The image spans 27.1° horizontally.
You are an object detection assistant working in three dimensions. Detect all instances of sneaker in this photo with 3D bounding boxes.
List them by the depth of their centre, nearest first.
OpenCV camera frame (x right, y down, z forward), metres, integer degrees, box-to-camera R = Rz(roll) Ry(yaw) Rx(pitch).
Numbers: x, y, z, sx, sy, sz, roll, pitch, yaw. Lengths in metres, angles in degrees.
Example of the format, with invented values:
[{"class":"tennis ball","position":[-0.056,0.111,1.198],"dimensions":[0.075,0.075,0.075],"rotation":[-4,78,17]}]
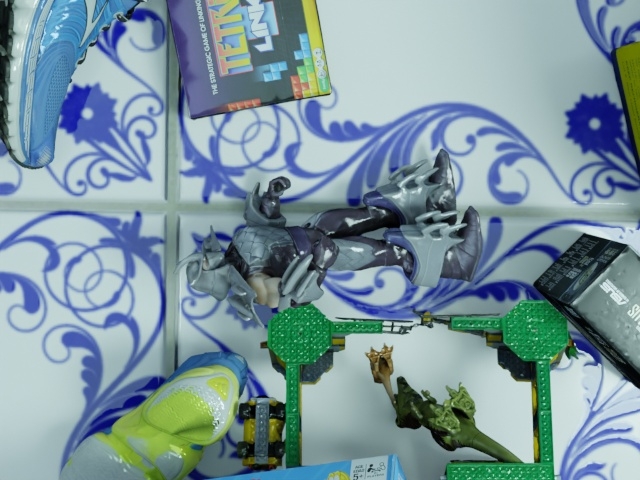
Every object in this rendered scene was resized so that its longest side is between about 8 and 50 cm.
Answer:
[{"class":"sneaker","position":[-0.222,-0.215,1.219],"dimensions":[0.147,0.130,0.330],"rotation":[5,115,-28]},{"class":"sneaker","position":[-0.149,0.186,1.288],"dimensions":[0.240,0.126,0.091],"rotation":[-36,95,31]}]

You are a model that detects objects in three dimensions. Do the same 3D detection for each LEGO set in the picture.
[{"class":"LEGO set","position":[0.090,0.187,1.272],"dimensions":[0.331,0.192,0.255],"rotation":[-8,66,-2]}]

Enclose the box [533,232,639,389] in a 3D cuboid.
[{"class":"box","position":[0.289,0.074,1.239],"dimensions":[0.147,0.180,0.077],"rotation":[45,92,-4]}]

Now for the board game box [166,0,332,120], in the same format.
[{"class":"board game box","position":[-0.072,-0.211,1.275],"dimensions":[0.141,0.048,0.170],"rotation":[-11,94,-2]}]

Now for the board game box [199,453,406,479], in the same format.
[{"class":"board game box","position":[-0.040,0.339,1.188],"dimensions":[0.302,0.086,0.308],"rotation":[-10,128,14]}]

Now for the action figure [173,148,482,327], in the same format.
[{"class":"action figure","position":[0.000,0.000,1.242],"dimensions":[0.285,0.185,0.099],"rotation":[-12,128,-15]}]

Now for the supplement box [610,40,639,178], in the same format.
[{"class":"supplement box","position":[0.405,-0.106,1.143],"dimensions":[0.195,0.356,0.194],"rotation":[-15,95,0]}]
